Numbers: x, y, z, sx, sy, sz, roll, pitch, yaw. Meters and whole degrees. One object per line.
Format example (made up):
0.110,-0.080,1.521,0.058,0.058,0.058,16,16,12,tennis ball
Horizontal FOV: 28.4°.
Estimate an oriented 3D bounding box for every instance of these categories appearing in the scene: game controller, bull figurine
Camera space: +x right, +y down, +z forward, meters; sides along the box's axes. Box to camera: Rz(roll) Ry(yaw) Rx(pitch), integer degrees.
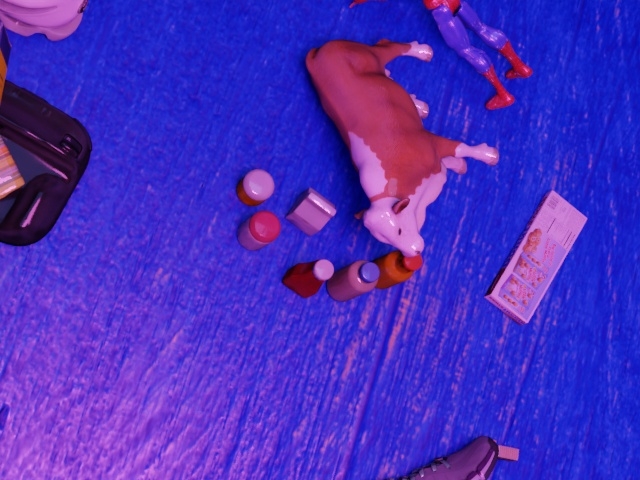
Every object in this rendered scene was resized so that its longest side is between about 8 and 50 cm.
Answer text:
-0.420,-0.126,1.407,0.319,0.067,0.166,30,84,-12,game controller
0.093,-0.126,1.534,0.188,0.101,0.310,-6,59,-33,bull figurine

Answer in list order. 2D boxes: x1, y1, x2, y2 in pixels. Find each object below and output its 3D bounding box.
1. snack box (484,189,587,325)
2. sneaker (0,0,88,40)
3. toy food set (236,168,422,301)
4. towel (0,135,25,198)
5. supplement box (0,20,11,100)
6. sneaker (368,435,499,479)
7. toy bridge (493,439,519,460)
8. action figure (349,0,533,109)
0.284,0.021,1.658,0.064,0.022,0.178,38,68,-10,snack box
-0.413,-0.334,1.403,0.330,0.146,0.122,15,75,-16,sneaker
0.000,0.000,1.507,0.232,0.104,0.111,37,68,-10,toy food set
-0.418,-0.142,1.364,0.102,0.021,0.237,-28,97,-16,towel
-0.438,-0.052,1.248,0.194,0.195,0.356,12,89,-11,supplement box
0.117,0.295,1.502,0.098,0.083,0.224,47,67,-1,sneaker
0.203,0.338,1.554,0.063,0.026,0.188,13,74,-17,toy bridge
0.143,-0.292,1.648,0.280,0.139,0.091,49,61,-29,action figure
